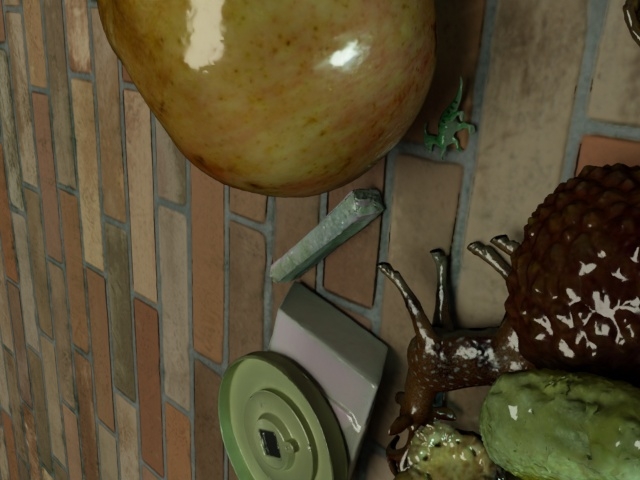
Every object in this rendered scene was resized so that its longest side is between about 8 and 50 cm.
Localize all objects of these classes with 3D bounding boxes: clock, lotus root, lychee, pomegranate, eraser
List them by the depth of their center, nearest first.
[{"bbox_3d":[0.235,0.033,0.456,0.188,0.188,0.188,15,112,42],"label":"lychee"},{"bbox_3d":[-0.027,-0.215,0.558,0.338,0.338,0.337,15,112,42],"label":"pomegranate"},{"bbox_3d":[0.156,0.298,0.583,0.170,0.141,0.314,-6,133,23],"label":"lotus root"},{"bbox_3d":[-0.059,0.260,0.786,0.235,0.029,0.234,14,111,42],"label":"clock"},{"bbox_3d":[-0.027,0.278,0.840,0.213,0.082,0.396,33,123,34],"label":"eraser"}]

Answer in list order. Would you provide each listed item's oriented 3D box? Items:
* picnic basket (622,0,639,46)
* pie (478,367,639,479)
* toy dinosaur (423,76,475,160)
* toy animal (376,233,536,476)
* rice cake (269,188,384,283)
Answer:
[{"bbox_3d":[0.309,-0.184,0.396,0.193,0.055,0.110,-39,72,44],"label":"picnic basket"},{"bbox_3d":[0.266,0.154,0.403,0.323,0.323,0.070,-9,60,46],"label":"pie"},{"bbox_3d":[0.128,-0.124,0.618,0.062,0.021,0.083,16,114,55],"label":"toy dinosaur"},{"bbox_3d":[0.141,0.137,0.634,0.244,0.087,0.259,-15,88,47],"label":"toy animal"},{"bbox_3d":[0.000,0.000,0.764,0.211,0.043,0.034,-40,66,43],"label":"rice cake"}]
